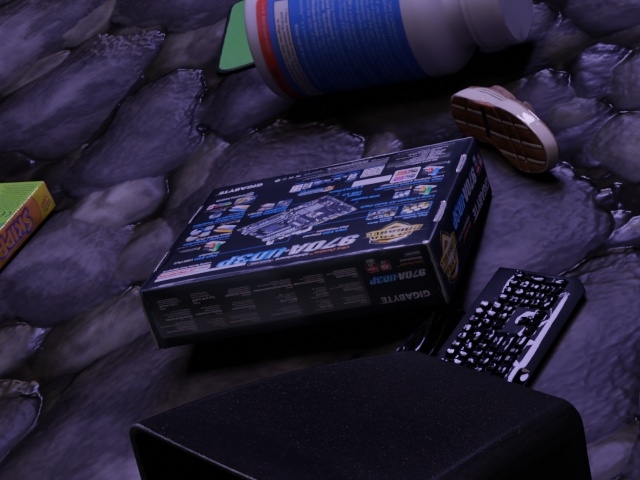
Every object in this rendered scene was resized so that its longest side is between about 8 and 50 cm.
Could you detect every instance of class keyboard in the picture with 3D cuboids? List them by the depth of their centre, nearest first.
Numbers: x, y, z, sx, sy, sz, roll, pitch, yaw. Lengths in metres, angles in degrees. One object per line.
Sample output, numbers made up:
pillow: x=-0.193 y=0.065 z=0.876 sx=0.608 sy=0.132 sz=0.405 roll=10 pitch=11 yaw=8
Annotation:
keyboard: x=0.086 y=0.074 z=1.094 sx=0.100 sy=0.038 sz=0.192 roll=3 pitch=39 yaw=38

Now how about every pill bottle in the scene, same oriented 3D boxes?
pill bottle: x=0.059 y=-0.192 z=1.441 sx=0.221 sy=0.124 sz=0.124 roll=-6 pitch=35 yaw=27

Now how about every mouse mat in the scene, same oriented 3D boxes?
mouse mat: x=-0.007 y=-0.220 z=1.642 sx=0.189 sy=0.007 sz=0.153 roll=-14 pitch=32 yaw=13

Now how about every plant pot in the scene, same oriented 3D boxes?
plant pot: x=0.040 y=0.156 z=0.871 sx=0.167 sy=0.188 sz=0.187 roll=-30 pitch=29 yaw=-34

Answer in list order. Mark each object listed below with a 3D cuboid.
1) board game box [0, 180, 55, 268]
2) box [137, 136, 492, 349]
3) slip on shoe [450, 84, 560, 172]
board game box: x=-0.341 y=0.039 z=1.442 sx=0.124 sy=0.039 sz=0.259 roll=-1 pitch=35 yaw=34
box: x=0.000 y=0.000 z=1.228 sx=0.220 sy=0.051 sz=0.175 roll=-11 pitch=23 yaw=20
slip on shoe: x=0.148 y=-0.088 z=1.298 sx=0.041 sy=0.051 sz=0.135 roll=-21 pitch=23 yaw=-18
